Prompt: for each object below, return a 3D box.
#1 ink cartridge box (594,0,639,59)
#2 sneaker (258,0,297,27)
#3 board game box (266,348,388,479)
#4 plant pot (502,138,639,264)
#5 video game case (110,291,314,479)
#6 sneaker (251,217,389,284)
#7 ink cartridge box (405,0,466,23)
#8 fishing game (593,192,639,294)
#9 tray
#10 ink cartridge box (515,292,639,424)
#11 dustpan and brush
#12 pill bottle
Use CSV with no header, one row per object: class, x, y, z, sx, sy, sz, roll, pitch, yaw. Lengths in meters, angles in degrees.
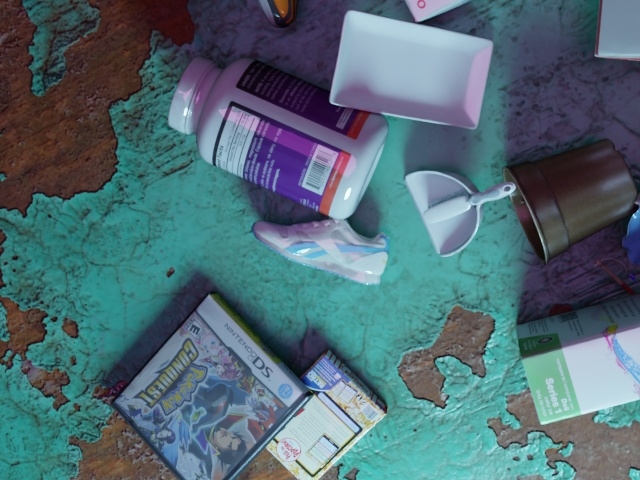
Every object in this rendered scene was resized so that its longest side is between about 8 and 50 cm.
ink cartridge box,0.540,-0.352,1.537,0.273,0.114,0.197,-1,100,-28
sneaker,-0.026,-0.498,1.658,0.180,0.124,0.321,-6,98,10
board game box,-0.005,0.302,1.814,0.147,0.045,0.193,45,102,0
plant pot,0.389,-0.069,1.653,0.165,0.167,0.167,-23,95,2
video game case,-0.188,0.269,1.815,0.248,0.035,0.275,45,102,13
sneaker,0.000,0.000,1.755,0.229,0.087,0.092,17,93,-1
ink cartridge box,0.211,-0.447,1.648,0.212,0.093,0.154,-24,95,13
fishing game,0.535,-0.038,1.647,0.264,0.189,0.041,-47,46,11
tray,0.139,-0.263,1.658,0.270,0.030,0.145,6,100,-27
ink cartridge box,0.453,0.169,1.648,0.278,0.201,0.117,-16,96,10
dustpan and brush,0.225,-0.060,1.673,0.211,0.060,0.147,-22,95,39
pill bottle,-0.067,-0.172,1.684,0.323,0.181,0.181,24,101,5
